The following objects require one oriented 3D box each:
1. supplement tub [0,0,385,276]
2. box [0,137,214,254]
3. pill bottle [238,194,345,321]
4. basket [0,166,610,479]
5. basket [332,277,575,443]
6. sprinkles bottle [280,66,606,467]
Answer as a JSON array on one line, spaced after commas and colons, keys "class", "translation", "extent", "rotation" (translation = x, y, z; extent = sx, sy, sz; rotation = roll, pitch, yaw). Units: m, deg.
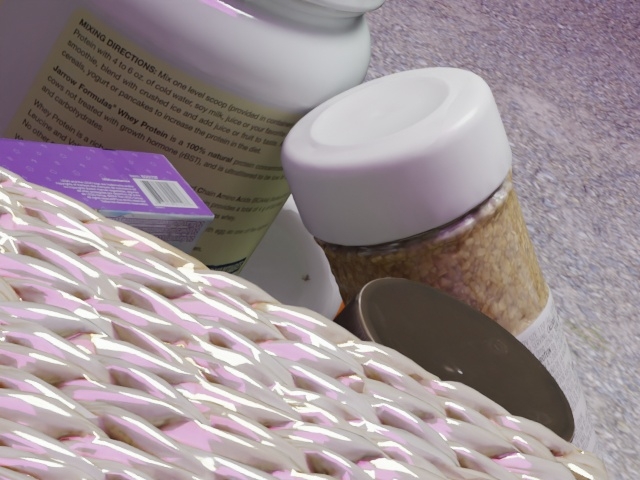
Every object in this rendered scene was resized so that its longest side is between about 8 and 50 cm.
[{"class": "supplement tub", "translation": [-0.116, -0.092, 1.041], "extent": [0.235, 0.325, 0.235], "rotation": [28, 24, -14]}, {"class": "box", "translation": [-0.212, 0.040, 0.814], "extent": [0.293, 0.201, 0.057], "rotation": [4, 38, -51]}, {"class": "pill bottle", "translation": [0.000, 0.000, 1.274], "extent": [0.121, 0.121, 0.221], "rotation": [38, 24, 11]}, {"class": "basket", "translation": [-0.083, 0.192, 0.537], "extent": [0.331, 0.328, 0.266], "rotation": [25, 20, -18]}, {"class": "basket", "translation": [0.014, 0.143, 0.875], "extent": [0.154, 0.227, 0.204], "rotation": [19, 26, -32]}, {"class": "sprinkles bottle", "translation": [0.089, 0.081, 0.985], "extent": [0.121, 0.121, 0.355], "rotation": [-87, 158, -64]}]
